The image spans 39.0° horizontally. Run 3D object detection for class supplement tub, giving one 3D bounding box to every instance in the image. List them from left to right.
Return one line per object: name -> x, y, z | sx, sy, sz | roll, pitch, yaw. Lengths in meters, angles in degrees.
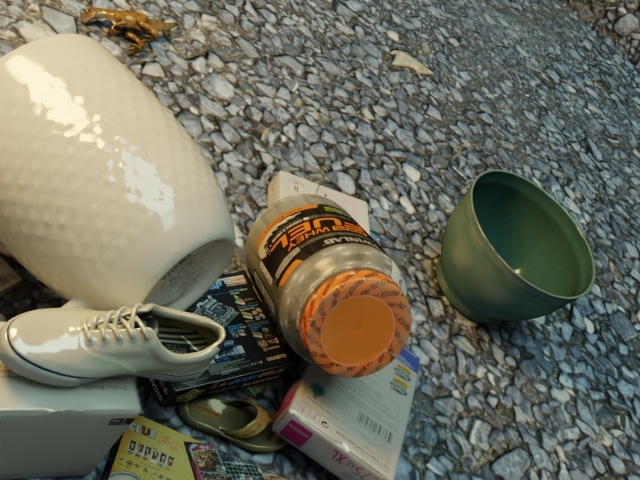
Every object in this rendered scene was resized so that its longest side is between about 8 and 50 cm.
supplement tub -> 0.009, 0.064, 1.348 | 0.193, 0.194, 0.316 | 19, 14, -24

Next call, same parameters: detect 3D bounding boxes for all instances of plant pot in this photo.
plant pot -> 0.345, 0.038, 1.726 | 0.293, 0.196, 0.293 | 22, 44, -23

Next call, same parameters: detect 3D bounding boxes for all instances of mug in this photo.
mug -> -0.313, -0.027, 1.149 | 0.374, 0.276, 0.328 | -40, 74, -19

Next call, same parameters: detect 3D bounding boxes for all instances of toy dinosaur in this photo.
toy dinosaur -> -0.333, -0.403, 1.685 | 0.211, 0.064, 0.112 | 2, 53, -38

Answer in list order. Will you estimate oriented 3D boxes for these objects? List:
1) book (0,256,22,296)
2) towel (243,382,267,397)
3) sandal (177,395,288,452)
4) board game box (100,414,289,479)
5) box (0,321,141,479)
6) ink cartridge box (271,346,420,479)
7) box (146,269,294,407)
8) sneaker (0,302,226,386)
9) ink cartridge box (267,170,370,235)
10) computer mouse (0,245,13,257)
book -> -0.484, 0.025, 1.209 | 0.144, 0.035, 0.096 | 45, 37, 4
towel -> -0.126, 0.155, 1.382 | 0.152, 0.023, 0.113 | 42, 41, 0
sandal -> -0.114, 0.252, 1.285 | 0.180, 0.049, 0.072 | 23, 44, -21
board game box -> -0.166, 0.343, 1.168 | 0.243, 0.042, 0.165 | 28, 42, -15
box -> -0.335, 0.192, 1.062 | 0.181, 0.182, 0.119 | 7, 50, -35
ink cartridge box -> 0.051, 0.233, 1.402 | 0.186, 0.065, 0.311 | 37, 33, -6
box -> -0.166, 0.136, 1.306 | 0.220, 0.051, 0.175 | -7, 57, -44
sneaker -> -0.226, 0.105, 1.014 | 0.258, 0.091, 0.094 | 6, 51, -39
ink cartridge box -> 0.000, 0.000, 1.598 | 0.189, 0.066, 0.232 | 20, 41, -24
computer mouse -> -0.401, -0.016, 1.304 | 0.106, 0.042, 0.193 | 52, 38, 14
